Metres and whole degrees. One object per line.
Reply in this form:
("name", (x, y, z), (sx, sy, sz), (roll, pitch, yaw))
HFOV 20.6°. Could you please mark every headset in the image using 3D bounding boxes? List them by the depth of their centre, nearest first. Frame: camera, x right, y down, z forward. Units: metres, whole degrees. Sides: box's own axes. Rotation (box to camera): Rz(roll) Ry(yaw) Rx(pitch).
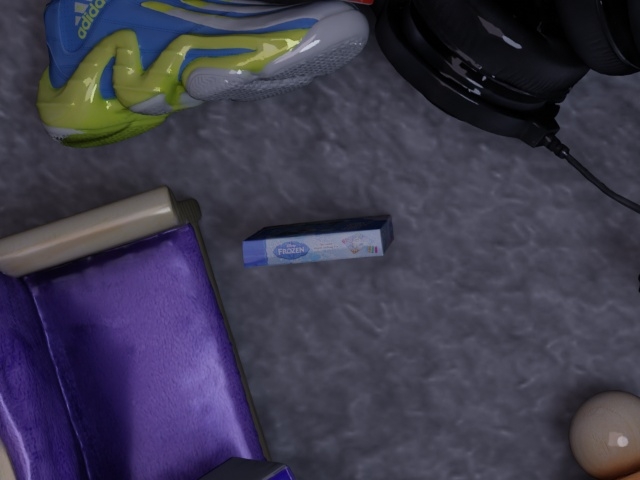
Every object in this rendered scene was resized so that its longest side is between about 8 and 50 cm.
("headset", (0.167, -0.144, 1.093), (0.243, 0.185, 0.394), (-21, 85, 38))

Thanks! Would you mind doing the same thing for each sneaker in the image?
("sneaker", (-0.089, -0.146, 1.142), (0.240, 0.091, 0.126), (-15, 84, 21))

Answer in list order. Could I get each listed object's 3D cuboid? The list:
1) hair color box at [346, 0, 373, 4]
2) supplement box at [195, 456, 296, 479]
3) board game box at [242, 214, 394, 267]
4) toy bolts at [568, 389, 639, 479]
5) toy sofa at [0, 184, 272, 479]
("hair color box", (-0.047, -0.199, 1.106), (0.167, 0.093, 0.053), (32, 113, 40))
("supplement box", (-0.026, 0.250, 1.031), (0.111, 0.114, 0.220), (-32, 97, -19))
("board game box", (0.000, 0.000, 1.152), (0.090, 0.090, 0.020), (-4, 96, 7))
("toy bolts", (0.275, 0.142, 1.084), (0.228, 0.218, 0.158), (-20, 84, -10))
("toy sofa", (-0.109, 0.158, 1.131), (0.150, 0.177, 0.363), (-17, 90, 6))
